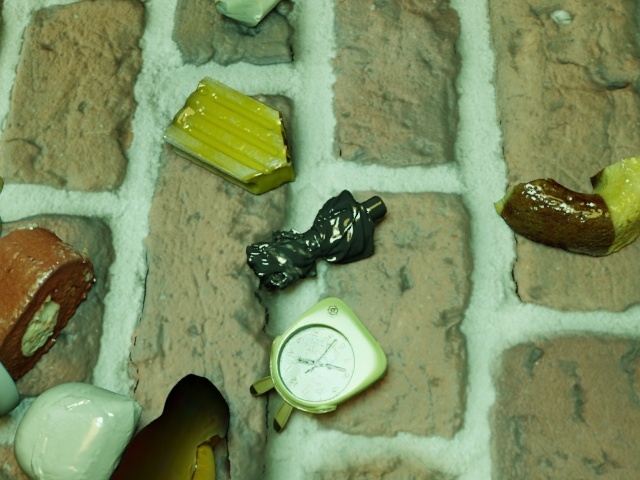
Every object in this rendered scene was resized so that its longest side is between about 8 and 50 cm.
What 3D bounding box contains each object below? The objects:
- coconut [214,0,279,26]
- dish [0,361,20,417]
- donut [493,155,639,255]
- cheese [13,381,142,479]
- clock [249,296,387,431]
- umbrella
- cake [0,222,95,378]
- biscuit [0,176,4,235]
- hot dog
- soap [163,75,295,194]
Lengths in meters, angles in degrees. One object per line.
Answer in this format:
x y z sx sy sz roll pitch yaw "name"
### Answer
-0.156 -0.524 1.526 0.147 0.147 0.153 32 70 16 "coconut"
-0.652 0.229 1.231 0.273 0.273 0.134 28 52 15 "dish"
0.471 -0.056 1.299 0.295 0.112 0.151 -14 67 3 "donut"
-0.413 0.331 1.242 0.189 0.154 0.198 24 78 12 "cheese"
-0.012 0.222 1.280 0.232 0.069 0.170 -36 71 -5 "clock"
0.000 0.001 1.343 0.272 0.110 0.122 -29 69 -9 "umbrella"
-0.541 0.104 1.328 0.151 0.177 0.283 34 79 17 "cake"
-0.733 -0.059 1.483 0.202 0.044 0.289 3 73 8 "biscuit"
-0.235 0.405 1.218 0.194 0.107 0.326 29 69 27 "hot dog"
-0.157 -0.197 1.441 0.257 0.080 0.160 29 77 15 "soap"
